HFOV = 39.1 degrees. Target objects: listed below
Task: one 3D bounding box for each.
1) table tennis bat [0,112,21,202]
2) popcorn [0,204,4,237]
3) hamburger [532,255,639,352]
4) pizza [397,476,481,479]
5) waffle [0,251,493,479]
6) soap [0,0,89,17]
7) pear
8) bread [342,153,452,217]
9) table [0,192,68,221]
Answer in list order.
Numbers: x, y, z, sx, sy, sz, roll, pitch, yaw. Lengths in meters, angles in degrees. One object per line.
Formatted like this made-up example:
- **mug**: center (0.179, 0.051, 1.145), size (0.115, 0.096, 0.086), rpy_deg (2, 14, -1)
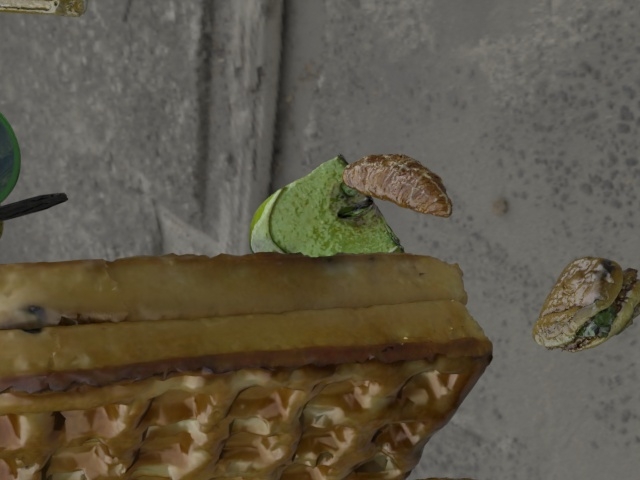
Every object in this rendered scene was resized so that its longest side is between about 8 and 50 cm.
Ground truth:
- **table tennis bat**: center (-0.475, -0.143, 1.091), size (0.039, 0.160, 0.257), rpy_deg (-16, 120, 49)
- **popcorn**: center (-0.623, -0.010, 1.472), size (0.204, 0.221, 0.184), rpy_deg (18, 160, 39)
- **hamburger**: center (0.481, 0.114, 1.643), size (0.130, 0.206, 0.183), rpy_deg (55, 149, -4)
- **pizza**: center (0.070, 0.149, 0.391), size (0.268, 0.257, 0.087), rpy_deg (-5, 71, 65)
- **waffle**: center (-0.072, 0.101, 0.532), size (0.213, 0.307, 0.091), rpy_deg (113, 148, -44)
- **soap**: center (-0.455, -0.403, 1.229), size (0.089, 0.274, 0.174), rpy_deg (-82, -4, -51)
- **pear**: center (0.000, 0.000, 1.757), size (0.238, 0.255, 0.164), rpy_deg (56, 166, 10)
- **bread**: center (0.128, -0.097, 1.449), size (0.233, 0.104, 0.076), rpy_deg (26, 111, 44)
- **table**: center (-0.356, 0.104, 0.926), size (0.317, 0.249, 0.318), rpy_deg (3, 94, 47)
